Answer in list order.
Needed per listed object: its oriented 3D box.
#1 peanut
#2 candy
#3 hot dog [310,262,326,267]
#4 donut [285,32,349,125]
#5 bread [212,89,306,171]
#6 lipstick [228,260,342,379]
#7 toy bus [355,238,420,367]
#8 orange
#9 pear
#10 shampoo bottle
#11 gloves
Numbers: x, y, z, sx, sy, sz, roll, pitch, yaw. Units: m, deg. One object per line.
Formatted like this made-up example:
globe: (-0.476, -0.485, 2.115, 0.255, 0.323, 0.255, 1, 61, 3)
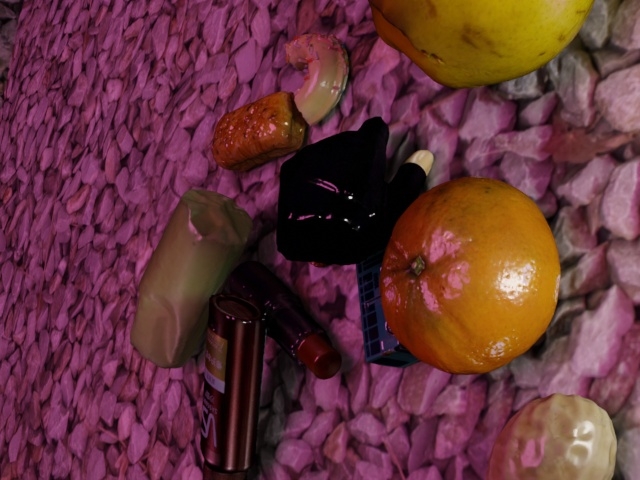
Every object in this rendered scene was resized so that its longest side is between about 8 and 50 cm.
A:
peanut: (0.224, 0.303, 1.029, 0.136, 0.120, 0.298, -152, 78, -77)
candy: (-0.232, 0.068, 1.655, 0.132, 0.142, 0.343, -88, 22, -53)
hot dog: (0.000, 0.000, 1.498, 0.058, 0.035, 0.083, 0, 77, 56)
donut: (-0.007, -0.283, 1.584, 0.108, 0.065, 0.166, -34, 52, 40)
bread: (-0.109, -0.191, 1.674, 0.211, 0.083, 0.114, -15, 62, 48)
lipstick: (-0.057, 0.122, 1.488, 0.300, 0.081, 0.081, 43, 112, 53)
toy bus: (0.100, 0.086, 1.301, 0.092, 0.079, 0.160, -30, 56, 43)
orange: (0.171, 0.039, 1.146, 0.240, 0.171, 0.240, -25, 57, 46)
pear: (0.211, -0.349, 1.162, 0.285, 0.285, 0.336, 24, 84, 53)
shampoo bottle: (-0.140, 0.251, 1.480, 0.129, 0.084, 0.323, 31, 119, 55)
gloves: (0.050, -0.081, 1.324, 0.301, 0.197, 0.152, -60, -28, -64)
